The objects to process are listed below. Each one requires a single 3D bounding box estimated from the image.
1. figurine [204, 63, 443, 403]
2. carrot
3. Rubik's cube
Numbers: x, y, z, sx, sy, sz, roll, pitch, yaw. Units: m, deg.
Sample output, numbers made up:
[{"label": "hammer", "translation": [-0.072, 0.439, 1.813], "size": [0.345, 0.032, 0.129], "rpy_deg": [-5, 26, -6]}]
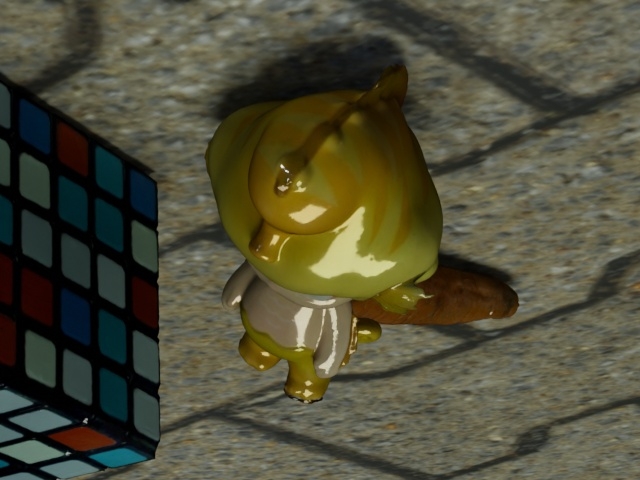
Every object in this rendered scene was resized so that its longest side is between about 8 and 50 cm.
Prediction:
[{"label": "figurine", "translation": [0.000, 0.000, 1.047], "size": [0.156, 0.131, 0.246], "rpy_deg": [35, 145, 12]}, {"label": "carrot", "translation": [0.057, 0.030, 1.226], "size": [0.210, 0.061, 0.061], "rpy_deg": [12, 151, -38]}, {"label": "Rubik's cube", "translation": [-0.213, 0.033, 1.038], "size": [0.184, 0.182, 0.187], "rpy_deg": [-15, 153, 23]}]
